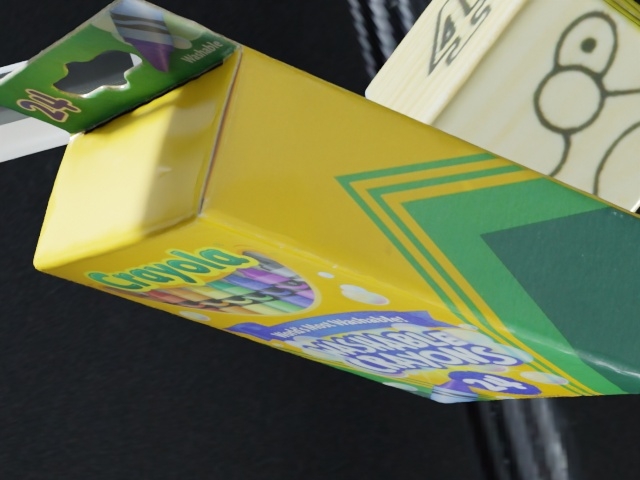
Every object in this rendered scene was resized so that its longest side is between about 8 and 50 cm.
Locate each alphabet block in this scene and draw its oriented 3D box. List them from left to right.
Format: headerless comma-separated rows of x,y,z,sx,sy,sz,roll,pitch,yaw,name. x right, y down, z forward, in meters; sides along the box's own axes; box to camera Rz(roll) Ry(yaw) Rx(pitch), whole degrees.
0.172,-0.117,1.195,0.192,0.193,0.197,32,-71,-19,alphabet block

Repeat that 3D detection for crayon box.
0.000,0.000,0.744,0.323,0.203,0.083,21,-107,-26,crayon box

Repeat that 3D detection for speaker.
-0.164,-0.081,0.893,0.136,0.055,0.055,-16,-93,-9,speaker
